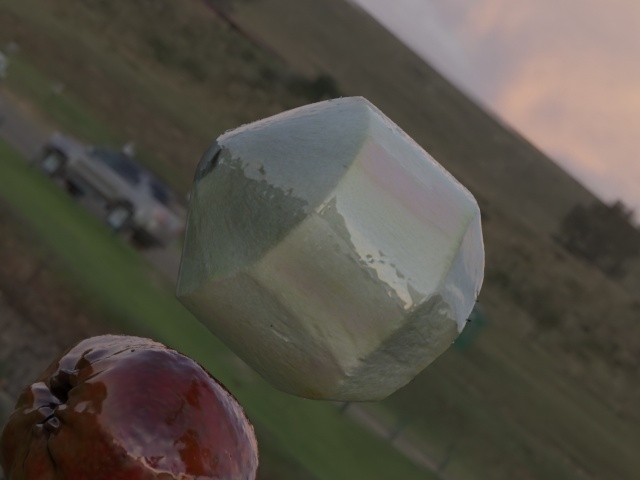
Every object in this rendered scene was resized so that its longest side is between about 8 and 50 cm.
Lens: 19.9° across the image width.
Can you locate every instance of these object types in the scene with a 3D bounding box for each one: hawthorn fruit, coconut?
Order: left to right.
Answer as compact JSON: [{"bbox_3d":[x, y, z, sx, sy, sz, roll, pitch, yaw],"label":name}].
[{"bbox_3d":[-0.083,0.102,0.822,0.128,0.128,0.128,40,-3,3],"label":"hawthorn fruit"},{"bbox_3d":[0.001,0.000,1.393,0.241,0.241,0.241,40,-3,3],"label":"coconut"}]
